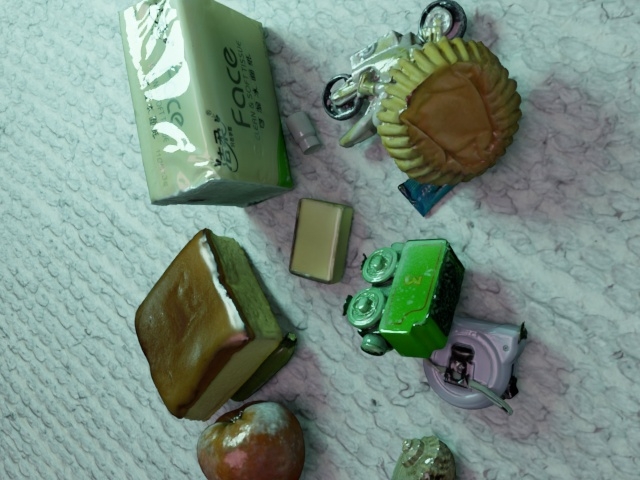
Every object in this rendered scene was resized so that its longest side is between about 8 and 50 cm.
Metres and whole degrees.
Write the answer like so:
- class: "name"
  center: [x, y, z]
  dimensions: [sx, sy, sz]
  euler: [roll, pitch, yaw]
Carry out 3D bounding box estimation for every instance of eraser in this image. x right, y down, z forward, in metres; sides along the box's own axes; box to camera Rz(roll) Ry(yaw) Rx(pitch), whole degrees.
- class: "eraser"
  center: [0.000, 0.000, 1.491]
  dimensions: [0.117, 0.058, 0.172]
  euler: [13, 99, 31]

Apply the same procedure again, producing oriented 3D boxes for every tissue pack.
- class: "tissue pack"
  center: [0.223, -0.120, 1.368]
  dimensions: [0.138, 0.028, 0.085]
  euler: [-46, 70, 28]
- class: "tissue pack"
  center: [-0.232, -0.284, 1.464]
  dimensions: [0.205, 0.332, 0.404]
  euler: [-15, 84, 27]

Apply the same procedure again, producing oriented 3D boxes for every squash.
- class: "squash"
  center: [-0.128, 0.288, 1.579]
  dimensions: [0.252, 0.066, 0.066]
  euler: [-45, 70, 25]

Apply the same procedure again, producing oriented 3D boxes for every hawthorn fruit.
- class: "hawthorn fruit"
  center: [-0.153, 0.477, 1.509]
  dimensions: [0.235, 0.231, 0.262]
  euler: [9, 92, 42]

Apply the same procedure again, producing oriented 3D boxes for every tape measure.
- class: "tape measure"
  center: [0.285, 0.232, 1.300]
  dimensions: [0.196, 0.105, 0.178]
  euler: [2, 94, 30]

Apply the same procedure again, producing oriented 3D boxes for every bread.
- class: "bread"
  center: [-0.268, 0.196, 1.586]
  dimensions: [0.333, 0.143, 0.323]
  euler: [-49, 52, 23]
- class: "bread"
  center: [0.236, -0.215, 1.223]
  dimensions: [0.274, 0.274, 0.149]
  euler: [-61, 20, 19]

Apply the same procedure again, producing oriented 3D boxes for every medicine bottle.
- class: "medicine bottle"
  center: [-0.037, -0.235, 1.506]
  dimensions: [0.052, 0.052, 0.089]
  euler: [-34, 75, 28]

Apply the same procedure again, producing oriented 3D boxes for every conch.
- class: "conch"
  center: [0.216, 0.482, 1.375]
  dimensions: [0.207, 0.130, 0.155]
  euler: [55, 154, -7]

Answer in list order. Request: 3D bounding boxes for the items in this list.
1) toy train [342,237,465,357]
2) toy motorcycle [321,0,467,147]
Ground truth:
- class: "toy train"
  center: [0.164, 0.110, 1.311]
  dimensions: [0.188, 0.132, 0.243]
  euler: [-2, 53, 37]
- class: "toy motorcycle"
  center: [0.161, -0.299, 1.352]
  dimensions: [0.341, 0.108, 0.222]
  euler: [-28, 81, 28]
